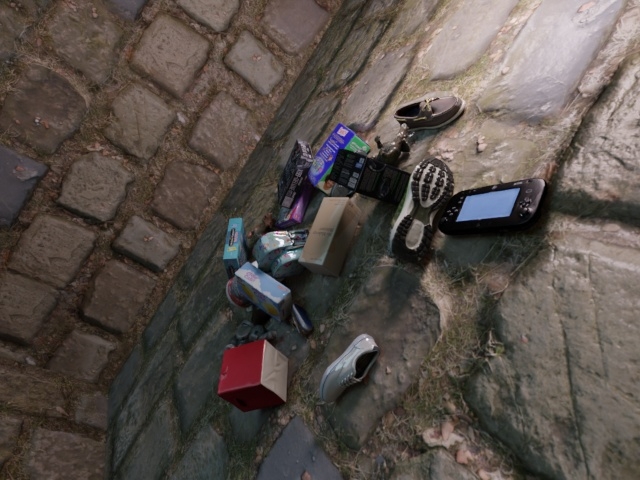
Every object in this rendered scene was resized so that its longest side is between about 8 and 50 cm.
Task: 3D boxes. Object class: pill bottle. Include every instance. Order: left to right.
[{"bbox_3d":[-0.316,0.204,2.095,0.318,0.176,0.177,-34,37,38],"label":"pill bottle"}]

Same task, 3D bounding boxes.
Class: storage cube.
[{"bbox_3d":[-0.253,0.519,1.628,0.193,0.184,0.215,-19,42,20],"label":"storage cube"}]

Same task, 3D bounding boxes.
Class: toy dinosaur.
[{"bbox_3d":[-0.328,-0.066,2.449,0.200,0.127,0.295,-53,15,-7],"label":"toy dinosaur"},{"bbox_3d":[0.264,-0.339,1.760,0.314,0.160,0.121,-53,43,31],"label":"toy dinosaur"}]

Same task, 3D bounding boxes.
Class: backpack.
[{"bbox_3d":[-0.171,0.060,1.903,0.225,0.253,0.191,-53,48,43],"label":"backpack"}]

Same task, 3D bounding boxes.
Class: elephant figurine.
[{"bbox_3d":[-0.300,0.438,1.898,0.186,0.169,0.239,44,94,20],"label":"elephant figurine"}]

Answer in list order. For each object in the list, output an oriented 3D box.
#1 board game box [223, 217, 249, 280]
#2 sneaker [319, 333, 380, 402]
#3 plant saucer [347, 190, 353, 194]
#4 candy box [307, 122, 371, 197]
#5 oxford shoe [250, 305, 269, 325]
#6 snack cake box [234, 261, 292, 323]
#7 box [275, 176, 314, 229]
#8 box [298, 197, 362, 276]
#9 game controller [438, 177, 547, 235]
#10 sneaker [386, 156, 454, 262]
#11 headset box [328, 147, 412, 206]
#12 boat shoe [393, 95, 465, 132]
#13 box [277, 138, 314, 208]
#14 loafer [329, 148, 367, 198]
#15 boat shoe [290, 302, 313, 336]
[{"bbox_3d":[-0.479,0.075,2.425,0.336,0.079,0.254,-94,0,-48],"label":"board game box"},{"bbox_3d":[0.088,0.415,1.335,0.258,0.094,0.091,-55,24,4],"label":"sneaker"},{"bbox_3d":[0.150,-0.261,1.971,0.119,0.021,0.119,-38,35,33],"label":"plant saucer"},{"bbox_3d":[0.077,-0.407,2.125,0.317,0.122,0.268,-52,27,14],"label":"candy box"},{"bbox_3d":[-0.248,0.323,1.974,0.227,0.082,0.096,-55,33,8],"label":"oxford shoe"},{"bbox_3d":[-0.246,0.226,1.851,0.264,0.152,0.089,29,55,28],"label":"snack cake box"},{"bbox_3d":[-0.136,-0.214,2.342,0.200,0.057,0.294,-15,50,54],"label":"box"},{"bbox_3d":[0.043,-0.018,1.770,0.147,0.121,0.311,4,65,41],"label":"box"},{"bbox_3d":[0.488,-0.094,1.225,0.319,0.067,0.167,-5,59,56],"label":"game controller"},{"bbox_3d":[0.315,-0.107,1.456,0.411,0.158,0.182,-62,11,-17],"label":"sneaker"},{"bbox_3d":[0.214,-0.227,1.581,0.246,0.282,0.131,43,115,62],"label":"headset box"},{"bbox_3d":[0.428,-0.518,1.700,0.324,0.096,0.117,5,67,59],"label":"boat shoe"},{"bbox_3d":[-0.142,-0.358,2.265,0.243,0.076,0.308,-103,35,-56],"label":"box"},{"bbox_3d":[0.116,-0.302,1.949,0.268,0.096,0.084,-60,22,2],"label":"loafer"},{"bbox_3d":[-0.092,0.326,1.738,0.066,0.066,0.183,-55,28,9],"label":"boat shoe"}]
